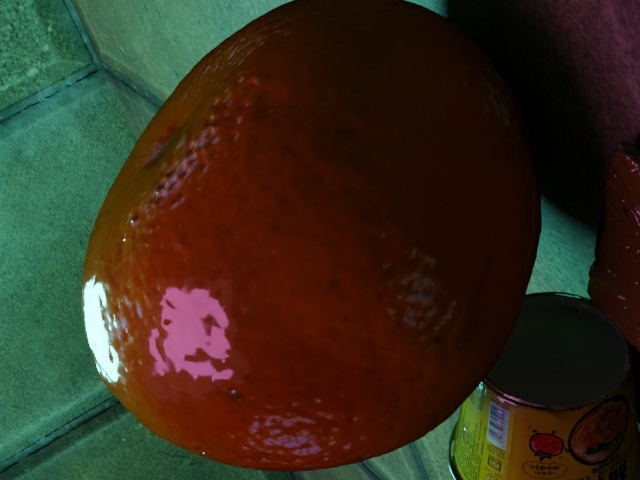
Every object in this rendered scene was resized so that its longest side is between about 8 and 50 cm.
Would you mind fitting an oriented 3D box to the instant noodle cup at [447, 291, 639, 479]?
[{"bbox_3d":[0.204,0.144,1.322,0.182,0.182,0.144,47,152,42],"label":"instant noodle cup"}]

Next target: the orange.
[{"bbox_3d":[0.000,0.000,1.249,0.326,0.424,0.424,37,173,-18],"label":"orange"}]

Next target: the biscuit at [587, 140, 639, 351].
[{"bbox_3d":[0.262,0.025,1.148,0.131,0.025,0.231,52,164,26],"label":"biscuit"}]
